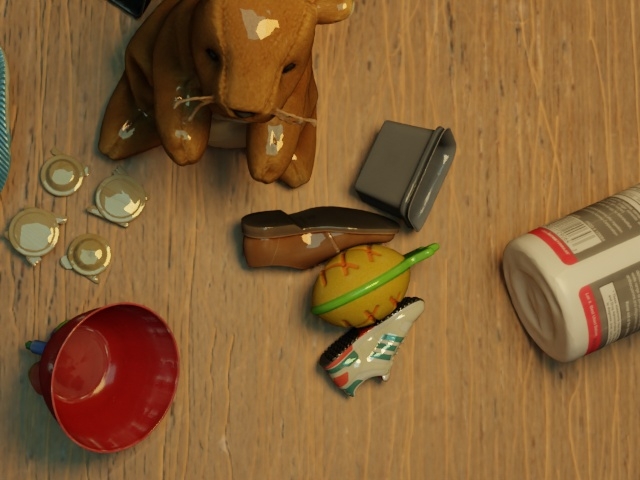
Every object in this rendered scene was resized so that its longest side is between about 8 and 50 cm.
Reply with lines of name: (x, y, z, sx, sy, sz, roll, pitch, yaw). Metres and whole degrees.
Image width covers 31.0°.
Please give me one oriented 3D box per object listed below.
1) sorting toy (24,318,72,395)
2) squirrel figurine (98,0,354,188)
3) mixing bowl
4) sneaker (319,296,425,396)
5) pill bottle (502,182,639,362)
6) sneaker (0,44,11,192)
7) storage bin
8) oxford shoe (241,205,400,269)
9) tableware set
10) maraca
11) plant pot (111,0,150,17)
sorting toy: (-0.339, 0.141, 1.444, 0.042, 0.061, 0.102, 9, 67, 36)
squirrel figurine: (-0.089, -0.271, 1.377, 0.281, 0.370, 0.397, 16, 79, -7)
mixing bowl: (-0.273, 0.158, 1.406, 0.181, 0.098, 0.181, -9, 102, -43)
sneaker: (0.079, 0.140, 1.512, 0.161, 0.057, 0.075, -36, 105, -14)
pill bottle: (0.417, 0.021, 1.517, 0.319, 0.176, 0.176, -23, 86, -12)
sneaker: (-0.426, -0.143, 1.452, 0.087, 0.092, 0.228, 8, 100, -10)
storage bin: (0.111, -0.091, 1.534, 0.091, 0.098, 0.135, 21, 78, 22)
oxford shoe: (0.000, 0.000, 1.517, 0.212, 0.076, 0.076, -3, 112, -12)
tableware set: (-0.312, -0.032, 1.484, 0.141, 0.020, 0.168, 28, 77, -6)
maraca: (0.069, 0.049, 1.482, 0.186, 0.127, 0.099, -28, 96, -20)
plant pot: (-0.254, -0.436, 1.481, 0.188, 0.187, 0.167, 33, 65, -3)
